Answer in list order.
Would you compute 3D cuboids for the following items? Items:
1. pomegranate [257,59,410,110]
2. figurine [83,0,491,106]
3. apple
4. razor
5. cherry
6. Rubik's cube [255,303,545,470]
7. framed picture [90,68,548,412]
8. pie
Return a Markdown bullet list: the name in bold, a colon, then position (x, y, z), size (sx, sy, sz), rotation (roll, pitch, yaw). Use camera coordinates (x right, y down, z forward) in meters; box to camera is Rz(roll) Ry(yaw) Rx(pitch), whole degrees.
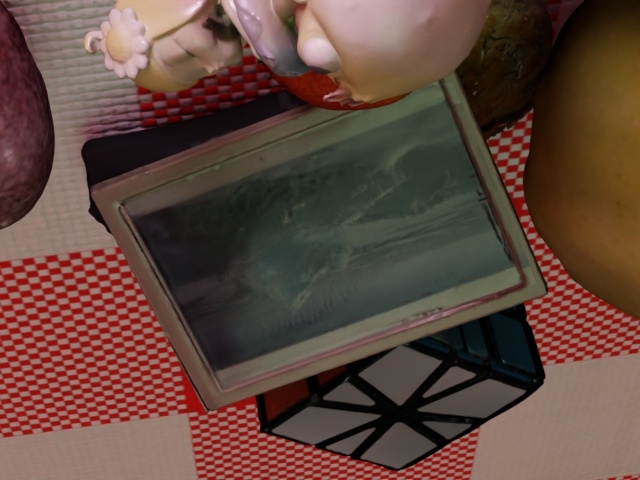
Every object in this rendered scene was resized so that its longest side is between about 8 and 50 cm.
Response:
- **pomegranate**: position (0.041, -0.240, 1.581), size (0.235, 0.210, 0.210), rotation (-20, 145, 20)
- **figurine**: position (-0.042, -0.242, 1.425), size (0.394, 0.275, 0.226), rotation (-13, 168, 27)
- **apple**: position (0.448, -0.107, 1.691), size (0.473, 0.474, 0.474), rotation (-7, 147, -5)
- **razor**: position (-0.112, -0.083, 1.860), size (0.349, 0.113, 0.204), rotation (-14, 149, 6)
- **cherry**: position (-0.382, -0.136, 1.610), size (0.203, 0.230, 0.300), rotation (0, 128, -17)
- **Rubik's cube**: position (0.090, 0.112, 2.057), size (0.288, 0.283, 0.293), rotation (22, 137, -37)
- **framed picture**: position (0.000, 0.000, 1.765), size (0.446, 0.028, 0.326), rotation (-21, 115, 12)
- **pie**: position (0.154, -0.182, 1.773), size (0.274, 0.055, 0.274), rotation (-23, 144, -18)
